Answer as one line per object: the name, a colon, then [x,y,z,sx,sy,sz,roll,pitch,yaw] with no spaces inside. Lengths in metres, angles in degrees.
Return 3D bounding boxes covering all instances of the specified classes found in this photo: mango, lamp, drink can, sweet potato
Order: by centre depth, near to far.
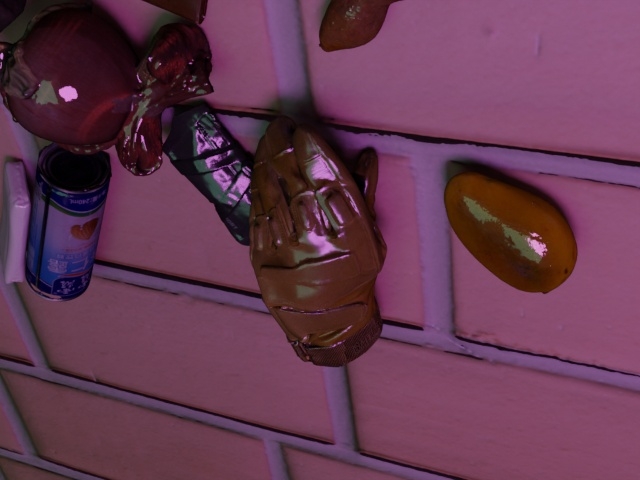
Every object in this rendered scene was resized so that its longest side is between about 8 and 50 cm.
sweet potato: [0.068,-0.244,0.863,0.065,0.051,0.218,49,133,-11]
mango: [0.196,-0.012,0.974,0.161,0.076,0.103,39,140,-2]
lamp: [-0.252,-0.188,1.039,0.223,0.151,0.215,14,135,-27]
drink can: [-0.344,-0.023,1.253,0.097,0.097,0.235,29,135,5]

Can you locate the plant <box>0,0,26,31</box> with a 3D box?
plant: [-0.466,-0.278,1.020,0.276,0.188,0.199,-19,154,24]

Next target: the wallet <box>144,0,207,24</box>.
wallet: [-0.200,-0.298,0.984,0.176,0.026,0.095,24,133,8]

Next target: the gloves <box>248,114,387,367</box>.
gloves: [0.000,0.013,1.051,0.154,0.141,0.331,-1,134,11]

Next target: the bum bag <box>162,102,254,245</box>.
bum bag: [-0.109,-0.074,1.114,0.087,0.049,0.197,-35,107,18]

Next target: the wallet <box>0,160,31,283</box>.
wallet: [-0.434,-0.023,1.314,0.033,0.095,0.190,-3,143,-24]
